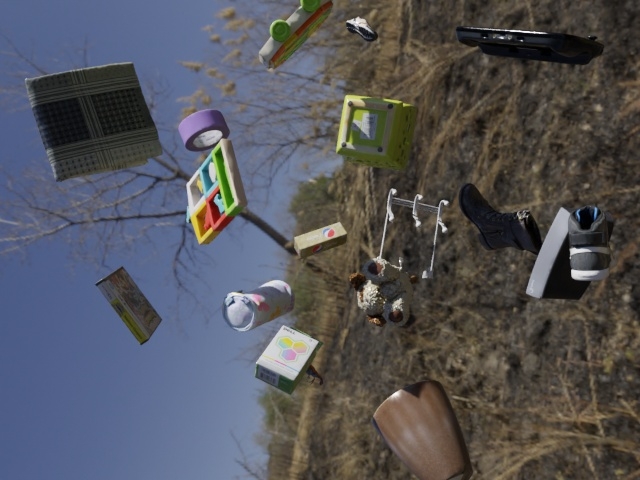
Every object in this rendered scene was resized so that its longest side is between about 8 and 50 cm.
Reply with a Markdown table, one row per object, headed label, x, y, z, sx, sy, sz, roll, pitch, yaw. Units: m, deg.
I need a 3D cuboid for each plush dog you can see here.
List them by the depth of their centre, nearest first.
| label | x | y | z | sx | sy | sz | roll | pitch | yaw |
| --- | --- | --- | --- | --- | --- | --- | --- | --- | --- |
| plush dog | 0.230 | 0.195 | 2.227 | 0.211 | 0.225 | 0.262 | -20 | -95 | -51 |

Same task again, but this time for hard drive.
| label | x | y | z | sx | sy | sz | roll | pitch | yaw |
| --- | --- | --- | --- | --- | --- | --- | --- | --- | --- |
| hard drive | 0.652 | 0.044 | 1.549 | 0.054 | 0.172 | 0.254 | -119 | 38 | -59 |

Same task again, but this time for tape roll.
| label | x | y | z | sx | sy | sz | roll | pitch | yaw |
| --- | --- | --- | --- | --- | --- | --- | --- | --- | --- |
| tape roll | -0.464 | -0.438 | 2.387 | 0.189 | 0.189 | 0.080 | 75 | 171 | -78 |

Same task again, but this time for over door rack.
| label | x | y | z | sx | sy | sz | roll | pitch | yaw |
| --- | --- | --- | --- | --- | --- | --- | --- | --- | --- |
| over door rack | 0.358 | -0.018 | 2.317 | 0.108 | 0.240 | 0.324 | -155 | 77 | -79 |

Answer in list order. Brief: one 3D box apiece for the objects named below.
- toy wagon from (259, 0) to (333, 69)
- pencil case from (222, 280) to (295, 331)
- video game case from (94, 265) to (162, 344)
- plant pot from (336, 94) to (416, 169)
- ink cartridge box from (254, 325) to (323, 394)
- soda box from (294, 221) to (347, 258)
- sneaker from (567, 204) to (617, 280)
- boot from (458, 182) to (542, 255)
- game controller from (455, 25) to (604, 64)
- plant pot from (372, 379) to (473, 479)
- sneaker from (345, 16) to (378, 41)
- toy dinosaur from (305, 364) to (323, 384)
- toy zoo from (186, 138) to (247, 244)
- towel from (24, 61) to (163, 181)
| label | x | y | z | sx | sy | sz | roll | pitch | yaw |
| --- | --- | --- | --- | --- | --- | --- | --- | --- | --- |
| toy wagon | -0.046 | -0.649 | 1.759 | 0.344 | 0.068 | 0.267 | -44 | 7 | 0 |
| pencil case | -0.185 | 0.195 | 1.824 | 0.113 | 0.124 | 0.273 | -62 | -21 | 17 |
| video game case | -0.647 | 0.214 | 2.041 | 0.248 | 0.035 | 0.275 | 56 | 180 | -9 |
| plant pot | 0.180 | -0.364 | 1.987 | 0.207 | 0.227 | 0.228 | -6 | -73 | -72 |
| ink cartridge box | -0.075 | 0.293 | 1.567 | 0.209 | 0.109 | 0.062 | -51 | -21 | -49 |
| soda box | 0.000 | 0.000 | 2.108 | 0.058 | 0.181 | 0.061 | 94 | 151 | -51 |
| sneaker | 0.490 | -0.006 | 1.075 | 0.217 | 0.079 | 0.121 | -20 | -75 | -65 |
| boot | 0.555 | -0.071 | 1.812 | 0.091 | 0.263 | 0.229 | -36 | 11 | -20 |
| game controller | 0.455 | -0.445 | 1.329 | 0.166 | 0.319 | 0.067 | 7 | -76 | -40 |
| plant pot | 0.280 | 0.517 | 1.527 | 0.215 | 0.215 | 0.230 | 96 | 153 | -42 |
| sneaker | 0.112 | -0.541 | 1.515 | 0.044 | 0.109 | 0.040 | -35 | -36 | -16 |
| toy dinosaur | -0.019 | 0.391 | 1.747 | 0.090 | 0.082 | 0.047 | -61 | 28 | 19 |
| toy zoo | -0.293 | -0.115 | 1.606 | 0.293 | 0.030 | 0.192 | -39 | 61 | 47 |
| towel | -0.658 | -0.353 | 1.757 | 0.056 | 0.324 | 0.312 | -19 | 89 | 65 |
